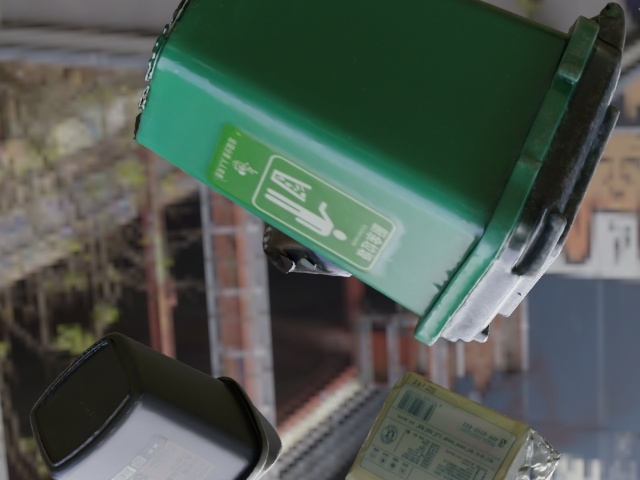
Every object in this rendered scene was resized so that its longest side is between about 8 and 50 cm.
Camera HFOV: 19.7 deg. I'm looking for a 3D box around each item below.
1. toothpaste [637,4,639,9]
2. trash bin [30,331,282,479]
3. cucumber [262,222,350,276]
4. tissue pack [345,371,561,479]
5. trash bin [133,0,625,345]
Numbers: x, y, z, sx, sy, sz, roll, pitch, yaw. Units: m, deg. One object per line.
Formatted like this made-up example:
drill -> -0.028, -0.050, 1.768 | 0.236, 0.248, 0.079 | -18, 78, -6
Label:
toothpaste -> 0.307, -0.218, 1.653 | 0.017, 0.020, 0.083 | 38, -151, 10
trash bin -> -0.200, 0.253, 2.299 | 0.290, 0.209, 0.182 | 35, -161, -42
cucumber -> 0.000, 0.000, 2.025 | 0.086, 0.115, 0.193 | -44, -163, -21
tissue pack -> 0.145, 0.248, 2.015 | 0.196, 0.148, 0.092 | 22, 169, 44
trash bin -> 0.053, -0.124, 1.619 | 0.381, 0.295, 0.259 | 27, 153, -1
